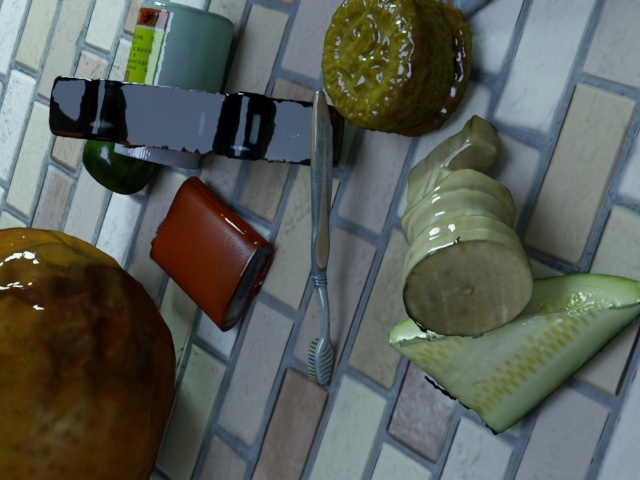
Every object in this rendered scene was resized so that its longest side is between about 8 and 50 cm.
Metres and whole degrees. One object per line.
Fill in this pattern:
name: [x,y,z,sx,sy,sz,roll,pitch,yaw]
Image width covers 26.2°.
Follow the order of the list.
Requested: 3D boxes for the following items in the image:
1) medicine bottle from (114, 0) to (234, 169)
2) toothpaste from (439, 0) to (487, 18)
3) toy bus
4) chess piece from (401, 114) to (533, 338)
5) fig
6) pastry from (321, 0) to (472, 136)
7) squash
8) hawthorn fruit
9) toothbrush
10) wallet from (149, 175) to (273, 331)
medicine bottle: [-0.211,-0.222,1.964,0.139,0.139,0.225,17,95,47]
toothpaste: [0.209,-0.333,1.609,0.234,0.057,0.089,-30,64,47]
toy bus: [-0.169,-0.157,1.823,0.408,0.092,0.093,9,93,21]
chess piece: [0.150,-0.027,1.523,0.137,0.137,0.301,-52,20,27]
fig: [-0.286,-0.159,2.067,0.117,0.117,0.177,26,91,46]
pastry: [0.090,-0.217,1.664,0.188,0.103,0.189,-3,86,51]
squash: [0.217,0.070,1.481,0.252,0.169,0.093,-48,8,31]
hawthorn fruit: [-0.420,0.201,1.907,0.471,0.471,0.472,-11,75,45]
toothbrush: [0.000,0.000,1.726,0.037,0.028,0.375,15,108,53]
wallet: [-0.155,0.017,1.930,0.204,0.045,0.142,41,110,42]
